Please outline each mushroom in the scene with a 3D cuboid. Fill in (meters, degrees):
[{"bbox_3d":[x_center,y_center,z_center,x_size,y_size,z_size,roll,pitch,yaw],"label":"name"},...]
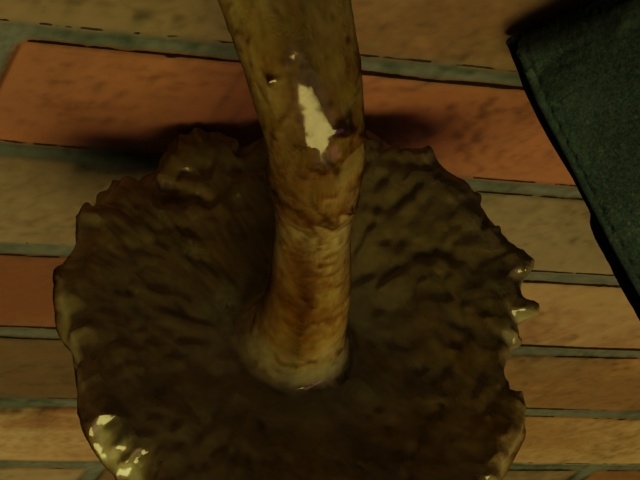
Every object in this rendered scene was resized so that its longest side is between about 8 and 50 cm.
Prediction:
[{"bbox_3d":[-0.028,0.017,0.839,0.208,0.233,0.302,-26,152,11],"label":"mushroom"}]

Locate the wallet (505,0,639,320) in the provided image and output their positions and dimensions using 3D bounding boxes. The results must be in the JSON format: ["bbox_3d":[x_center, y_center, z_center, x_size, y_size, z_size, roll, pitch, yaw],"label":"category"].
[{"bbox_3d":[0.271,-0.085,0.805,0.379,0.190,0.046,-28,177,31],"label":"wallet"}]
